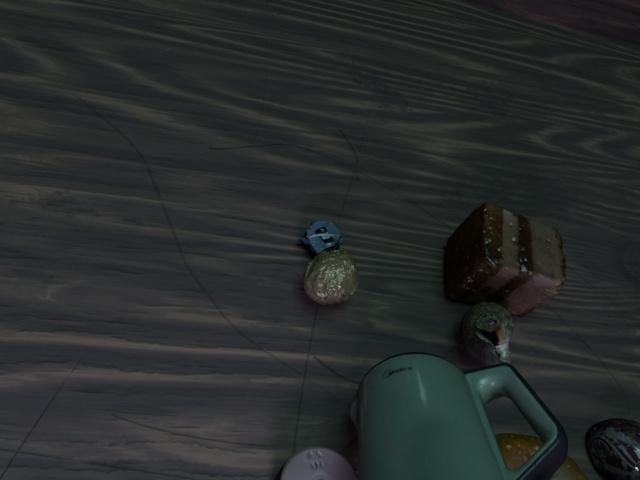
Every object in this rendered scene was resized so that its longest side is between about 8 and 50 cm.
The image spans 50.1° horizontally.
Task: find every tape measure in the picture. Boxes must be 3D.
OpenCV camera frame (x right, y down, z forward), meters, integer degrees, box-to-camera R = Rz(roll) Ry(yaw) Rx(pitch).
[{"bbox_3d":[0.001,-0.002,1.600,0.094,0.054,0.091,-35,69,-30],"label":"tape measure"}]

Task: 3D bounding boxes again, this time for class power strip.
[{"bbox_3d":[-0.010,0.447,1.201,0.154,0.078,0.154,12,48,-14],"label":"power strip"}]

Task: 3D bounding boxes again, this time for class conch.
[{"bbox_3d":[0.380,0.212,1.519,0.130,0.207,0.155,-40,75,5],"label":"conch"}]

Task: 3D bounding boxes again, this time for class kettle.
[{"bbox_3d":[0.228,0.363,1.143,0.361,0.250,0.376,-20,25,10],"label":"kettle"}]

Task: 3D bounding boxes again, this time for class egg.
[{"bbox_3d":[0.025,0.082,1.499,0.140,0.116,0.118,-35,99,-39],"label":"egg"}]

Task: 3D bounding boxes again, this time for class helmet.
[{"bbox_3d":[0.671,0.452,1.463,0.153,0.107,0.177,-22,64,-32],"label":"helmet"}]

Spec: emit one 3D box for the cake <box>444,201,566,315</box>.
[{"bbox_3d":[0.464,0.065,1.652,0.293,0.196,0.199,19,49,-14],"label":"cake"}]

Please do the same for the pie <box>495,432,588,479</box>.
[{"bbox_3d":[0.418,0.501,1.343,0.273,0.069,0.273,8,49,-9],"label":"pie"}]
